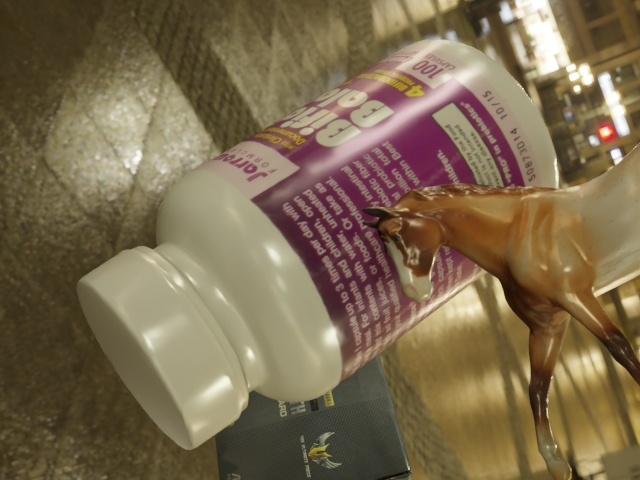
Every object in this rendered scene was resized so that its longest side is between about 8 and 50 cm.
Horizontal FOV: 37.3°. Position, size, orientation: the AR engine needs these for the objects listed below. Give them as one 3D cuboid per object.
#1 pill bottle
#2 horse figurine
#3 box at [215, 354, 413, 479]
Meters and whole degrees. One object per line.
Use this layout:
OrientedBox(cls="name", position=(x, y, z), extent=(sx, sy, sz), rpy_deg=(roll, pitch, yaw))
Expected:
OrientedBox(cls="pill bottle", position=(0.000, 0.000, 0.632), extent=(0.169, 0.301, 0.169), rpy_deg=(42, -27, 28))
OrientedBox(cls="horse figurine", position=(0.173, 0.007, 0.485), extent=(0.066, 0.263, 0.174), rpy_deg=(40, 25, -63))
OrientedBox(cls="box", position=(-0.016, 0.184, 0.977), extent=(0.232, 0.183, 0.059), rpy_deg=(-103, -179, -49))
